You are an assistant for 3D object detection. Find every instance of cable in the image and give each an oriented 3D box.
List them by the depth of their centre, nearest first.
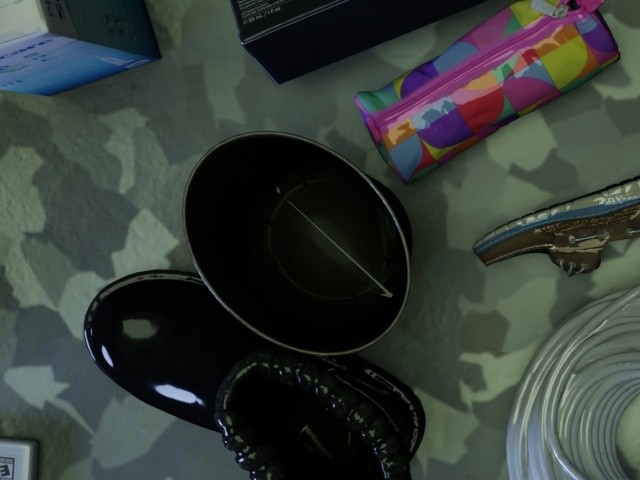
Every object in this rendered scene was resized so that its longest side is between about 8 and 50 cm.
[{"bbox_3d":[0.280,0.166,1.369,0.257,0.089,0.257,-26,65,30],"label":"cable"}]

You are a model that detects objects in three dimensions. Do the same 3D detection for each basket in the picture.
[{"bbox_3d":[0.000,0.000,1.387,0.204,0.227,0.154,41,97,7],"label":"basket"}]

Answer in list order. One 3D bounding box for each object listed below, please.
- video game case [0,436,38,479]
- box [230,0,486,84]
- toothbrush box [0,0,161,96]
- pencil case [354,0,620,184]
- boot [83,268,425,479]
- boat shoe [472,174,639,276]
[{"bbox_3d":[-0.389,0.287,1.578,0.227,0.026,0.206,4,93,10],"label":"video game case"},{"bbox_3d":[0.043,-0.275,1.407,0.261,0.103,0.184,-20,69,11],"label":"box"},{"bbox_3d":[-0.264,-0.248,1.396,0.126,0.295,0.216,-17,89,11],"label":"toothbrush box"},{"bbox_3d":[0.147,-0.145,1.420,0.236,0.104,0.104,-33,86,11],"label":"pencil case"},{"bbox_3d":[-0.071,0.126,1.388,0.348,0.260,0.131,19,97,9],"label":"boot"},{"bbox_3d":[0.226,-0.004,1.425,0.183,0.066,0.066,-19,90,11],"label":"boat shoe"}]
